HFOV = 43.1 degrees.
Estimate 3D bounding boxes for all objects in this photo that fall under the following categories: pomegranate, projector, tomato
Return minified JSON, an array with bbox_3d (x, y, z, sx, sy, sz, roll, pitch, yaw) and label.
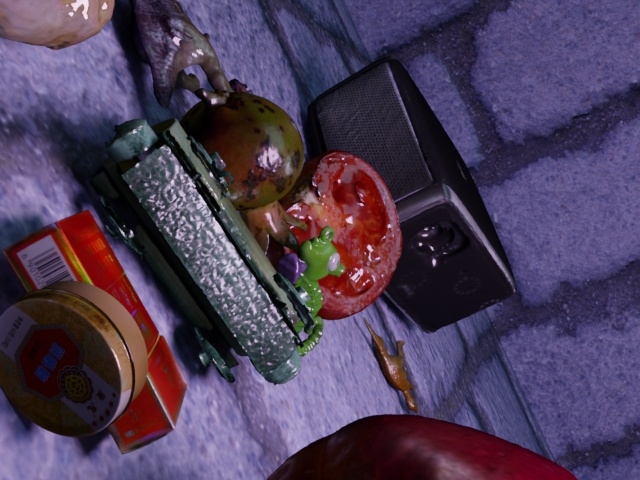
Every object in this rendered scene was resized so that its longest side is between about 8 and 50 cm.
[{"bbox_3d":[-0.091,-0.071,0.946,0.156,0.156,0.220,-44,123,-73],"label":"pomegranate"},{"bbox_3d":[0.169,-0.086,1.593,0.395,0.242,0.405,44,25,-45],"label":"projector"},{"bbox_3d":[0.000,0.000,1.133,0.200,0.139,0.233,50,55,-21],"label":"tomato"}]

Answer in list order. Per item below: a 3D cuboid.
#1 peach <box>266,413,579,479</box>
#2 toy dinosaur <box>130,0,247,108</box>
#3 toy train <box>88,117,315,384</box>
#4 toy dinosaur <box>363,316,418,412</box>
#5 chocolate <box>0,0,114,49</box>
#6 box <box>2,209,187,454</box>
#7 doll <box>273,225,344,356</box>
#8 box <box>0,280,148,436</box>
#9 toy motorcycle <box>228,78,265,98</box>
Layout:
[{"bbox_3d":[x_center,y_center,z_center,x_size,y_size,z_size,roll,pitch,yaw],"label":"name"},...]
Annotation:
[{"bbox_3d":[0.088,0.342,0.592,0.416,0.339,0.353,53,41,-40],"label":"peach"},{"bbox_3d":[-0.195,-0.263,1.036,0.162,0.077,0.294,31,22,-55],"label":"toy dinosaur"},{"bbox_3d":[-0.124,0.013,0.819,0.307,0.126,0.189,58,-14,-21],"label":"toy train"},{"bbox_3d":[0.117,0.211,1.353,0.162,0.039,0.126,41,30,-51],"label":"toy dinosaur"},{"bbox_3d":[-0.295,-0.268,0.646,0.309,0.134,0.134,39,30,-47],"label":"chocolate"},{"bbox_3d":[-0.167,0.065,0.630,0.175,0.048,0.112,62,-1,-9],"label":"box"},{"bbox_3d":[-0.016,0.067,0.983,0.115,0.190,0.050,-12,37,-43],"label":"doll"},{"bbox_3d":[-0.169,0.080,0.550,0.105,0.105,0.037,62,26,-9],"label":"box"},{"bbox_3d":[-0.077,-0.139,1.202,0.215,0.080,0.122,55,18,-42],"label":"toy motorcycle"}]
